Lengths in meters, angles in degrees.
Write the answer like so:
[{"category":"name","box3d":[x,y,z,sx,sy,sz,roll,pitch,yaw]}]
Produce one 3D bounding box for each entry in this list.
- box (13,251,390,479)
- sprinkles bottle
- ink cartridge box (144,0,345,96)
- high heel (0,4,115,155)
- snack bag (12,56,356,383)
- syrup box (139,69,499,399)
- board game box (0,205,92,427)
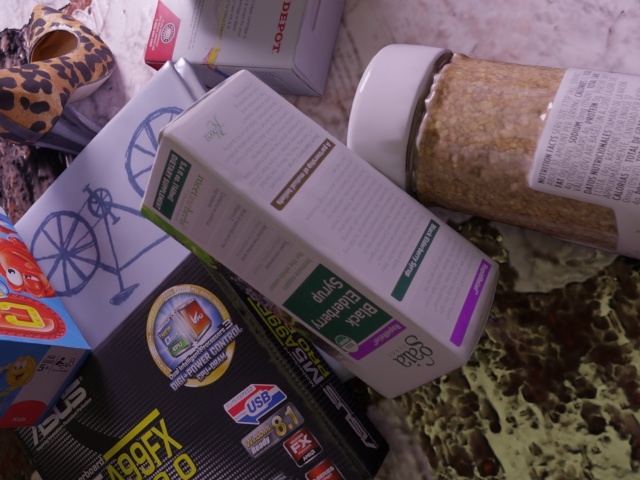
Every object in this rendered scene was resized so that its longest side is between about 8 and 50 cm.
[{"category":"box","box3d":[-0.112,0.168,0.448,0.270,0.060,0.216,-42,79,17]},{"category":"sprinkles bottle","box3d":[0.198,-0.050,0.351,0.355,0.121,0.121,17,89,25]},{"category":"ink cartridge box","box3d":[-0.072,-0.217,0.521,0.175,0.072,0.127,12,87,25]},{"category":"high heel","box3d":[-0.310,-0.199,0.560,0.093,0.186,0.261,-37,70,14]},{"category":"snack bag","box3d":[-0.151,0.055,0.509,0.323,0.037,0.342,-39,79,17]},{"category":"syrup box","box3d":[0.000,0.000,0.380,0.237,0.096,0.093,38,141,-2]},{"category":"board game box","box3d":[-0.383,0.006,0.401,0.302,0.308,0.086,39,96,33]}]
